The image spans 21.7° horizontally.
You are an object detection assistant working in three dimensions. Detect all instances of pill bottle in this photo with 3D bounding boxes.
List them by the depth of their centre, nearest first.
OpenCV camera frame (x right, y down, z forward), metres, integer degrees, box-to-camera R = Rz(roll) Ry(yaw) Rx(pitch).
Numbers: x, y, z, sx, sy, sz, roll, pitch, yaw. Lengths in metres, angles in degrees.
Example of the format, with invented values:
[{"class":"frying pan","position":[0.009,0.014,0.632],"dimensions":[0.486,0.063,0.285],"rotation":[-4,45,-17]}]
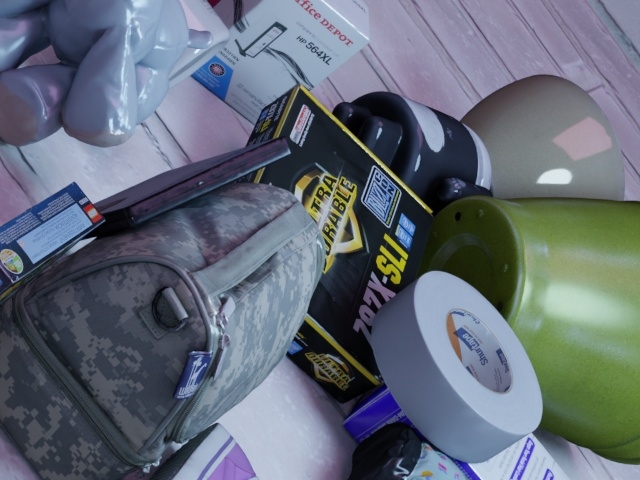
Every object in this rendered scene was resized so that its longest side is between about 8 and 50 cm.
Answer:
[{"class":"pill bottle","position":[-0.225,-0.298,2.014],"dimensions":[0.229,0.131,0.131],"rotation":[53,26,0]}]

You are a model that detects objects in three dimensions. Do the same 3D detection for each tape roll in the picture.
[{"class":"tape roll","position":[0.158,0.145,1.928],"dimensions":[0.219,0.072,0.219],"rotation":[37,30,-26]}]

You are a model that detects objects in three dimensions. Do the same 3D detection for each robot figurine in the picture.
[{"class":"robot figurine","position":[0.113,-0.101,2.280],"dimensions":[0.278,0.173,0.209],"rotation":[16,48,-50]}]

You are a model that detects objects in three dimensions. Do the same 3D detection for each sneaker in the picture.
[{"class":"sneaker","position":[-0.107,0.284,1.540],"dimensions":[0.161,0.102,0.282],"rotation":[55,26,-2]}]

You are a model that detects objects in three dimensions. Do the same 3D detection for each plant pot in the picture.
[{"class":"plant pot","position":[0.309,0.090,2.216],"dimensions":[0.353,0.366,0.366],"rotation":[15,44,-34]},{"class":"plant pot","position":[0.278,-0.091,2.464],"dimensions":[0.191,0.284,0.284],"rotation":[-15,68,-35]}]

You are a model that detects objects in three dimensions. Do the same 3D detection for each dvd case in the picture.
[{"class":"dvd case","position":[-0.160,-0.042,1.593],"dimensions":[0.180,0.253,0.022],"rotation":[-26,98,-30]}]

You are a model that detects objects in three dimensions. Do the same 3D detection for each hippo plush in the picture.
[{"class":"hippo plush","position":[-0.252,-0.237,1.818],"dimensions":[0.234,0.294,0.236],"rotation":[23,5,7]}]

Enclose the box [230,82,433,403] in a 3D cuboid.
[{"class":"box","position":[0.000,0.000,2.020],"dimensions":[0.257,0.079,0.322],"rotation":[45,38,-20]}]

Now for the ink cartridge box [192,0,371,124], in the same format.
[{"class":"ink cartridge box","position":[-0.056,-0.263,2.161],"dimensions":[0.148,0.203,0.086],"rotation":[37,31,-29]}]

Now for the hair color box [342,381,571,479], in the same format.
[{"class":"hair color box","position":[0.191,0.284,2.007],"dimensions":[0.339,0.110,0.185],"rotation":[49,27,-3]}]

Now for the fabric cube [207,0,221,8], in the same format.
[{"class":"fabric cube","position":[-0.168,-0.504,2.221],"dimensions":[0.258,0.254,0.259],"rotation":[37,31,-26]}]

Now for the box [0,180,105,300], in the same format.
[{"class":"box","position":[-0.297,0.053,1.358],"dimensions":[0.044,0.233,0.159],"rotation":[51,27,-3]}]

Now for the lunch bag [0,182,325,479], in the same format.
[{"class":"lunch bag","position":[-0.145,0.072,1.555],"dimensions":[0.213,0.256,0.305],"rotation":[53,27,0]}]

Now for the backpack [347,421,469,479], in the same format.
[{"class":"backpack","position":[0.116,0.301,1.857],"dimensions":[0.182,0.115,0.152],"rotation":[51,24,-9]}]
